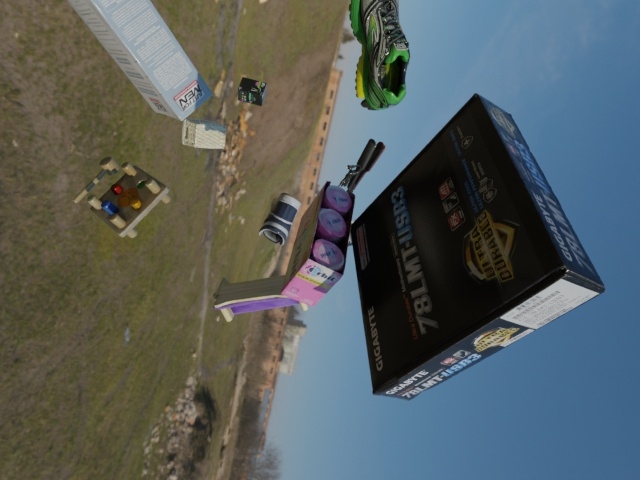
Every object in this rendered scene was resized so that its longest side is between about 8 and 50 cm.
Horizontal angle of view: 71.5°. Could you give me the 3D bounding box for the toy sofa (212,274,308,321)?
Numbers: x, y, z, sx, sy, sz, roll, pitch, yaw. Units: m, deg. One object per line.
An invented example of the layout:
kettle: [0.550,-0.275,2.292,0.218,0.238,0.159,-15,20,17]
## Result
toy sofa: [-0.238,0.235,1.791,0.177,0.362,0.150,-81,157,-54]

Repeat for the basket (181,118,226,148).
basket: [-0.504,-0.463,1.939,0.167,0.103,0.114,-10,116,-47]

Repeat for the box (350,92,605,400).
box: [0.157,0.011,0.578,0.293,0.073,0.296,-46,-147,39]

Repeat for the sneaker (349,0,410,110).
sneaker: [0.165,-0.497,1.083,0.146,0.134,0.344,27,-51,58]

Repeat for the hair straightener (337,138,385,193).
hair straightener: [0.104,-0.221,1.389,0.230,0.089,0.047,-51,-131,30]

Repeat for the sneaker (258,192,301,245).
sneaker: [-0.144,-0.060,1.508,0.282,0.099,0.153,149,-35,-77]

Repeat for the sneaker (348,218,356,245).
sneaker: [0.102,-0.013,1.604,0.111,0.299,0.121,-39,-148,60]

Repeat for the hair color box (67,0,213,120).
hair color box: [-0.434,-0.474,1.037,0.113,0.185,0.375,-46,132,-15]

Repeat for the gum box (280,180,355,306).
gum box: [0.000,0.000,0.740,0.107,0.062,0.189,-52,-161,45]

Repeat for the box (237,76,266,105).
box: [-0.227,-0.494,1.475,0.052,0.083,0.062,109,-5,-63]

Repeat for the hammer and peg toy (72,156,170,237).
hammer and peg toy: [-0.785,-0.176,1.754,0.266,0.361,0.127,-51,147,-15]
